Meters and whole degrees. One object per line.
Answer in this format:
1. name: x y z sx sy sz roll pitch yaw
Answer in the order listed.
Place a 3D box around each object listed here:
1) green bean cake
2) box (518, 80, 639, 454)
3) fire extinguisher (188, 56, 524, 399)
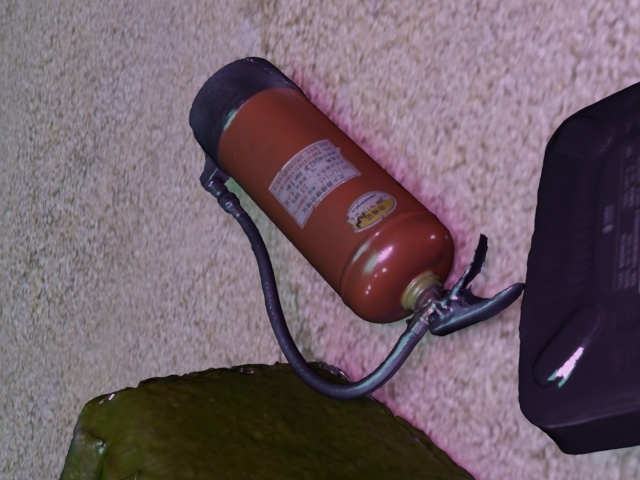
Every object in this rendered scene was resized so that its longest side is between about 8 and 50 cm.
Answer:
1. green bean cake: -0.034 0.272 0.833 0.335 0.319 0.218 41 120 38
2. box: 0.262 -0.015 0.631 0.288 0.073 0.290 -22 40 42
3. fire extinguisher: 0.009 -0.002 0.927 0.376 0.113 0.200 45 125 33
